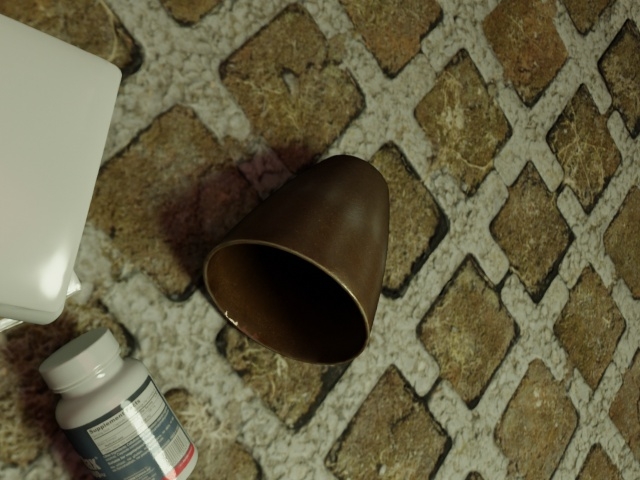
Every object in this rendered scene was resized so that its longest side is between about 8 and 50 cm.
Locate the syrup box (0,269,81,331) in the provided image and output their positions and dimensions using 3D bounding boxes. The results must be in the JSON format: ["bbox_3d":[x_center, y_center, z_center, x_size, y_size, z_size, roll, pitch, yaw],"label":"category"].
[{"bbox_3d":[-0.342,-0.033,0.667,0.096,0.093,0.237,-32,105,-33],"label":"syrup box"}]

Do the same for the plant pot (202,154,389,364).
[{"bbox_3d":[0.000,0.000,0.858,0.215,0.215,0.230,48,48,-23],"label":"plant pot"}]

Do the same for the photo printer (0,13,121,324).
[{"bbox_3d":[-0.339,-0.084,0.539,0.307,0.107,0.256,19,77,-36],"label":"photo printer"}]

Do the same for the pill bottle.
[{"bbox_3d":[-0.221,0.190,0.730,0.108,0.108,0.180,-36,106,-31],"label":"pill bottle"}]
